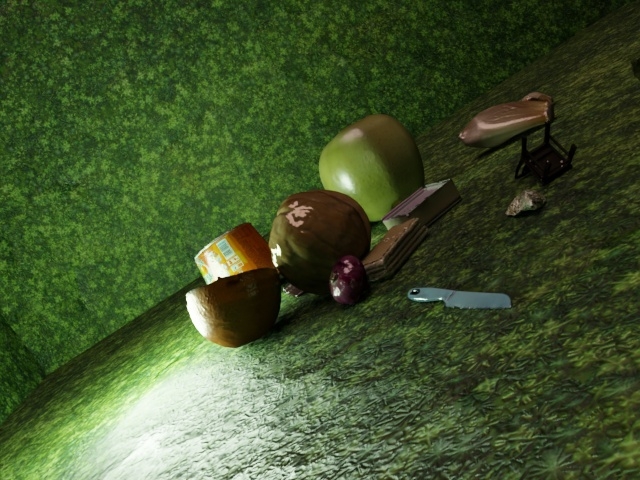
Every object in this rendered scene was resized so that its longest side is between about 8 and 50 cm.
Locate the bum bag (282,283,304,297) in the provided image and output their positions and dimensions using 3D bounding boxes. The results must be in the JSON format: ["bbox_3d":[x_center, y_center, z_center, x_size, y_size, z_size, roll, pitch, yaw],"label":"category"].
[{"bbox_3d":[-0.053,0.131,1.820,0.109,0.026,0.159,-34,10,-15],"label":"bum bag"}]

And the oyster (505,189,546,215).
[{"bbox_3d":[0.439,-0.082,1.301,0.100,0.037,0.098,-21,15,50],"label":"oyster"}]

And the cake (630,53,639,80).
[{"bbox_3d":[0.792,-0.365,1.244,0.283,0.158,0.172,-24,15,48],"label":"cake"}]

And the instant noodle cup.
[{"bbox_3d":[-0.271,0.084,2.021,0.296,0.214,0.296,-34,-3,-2],"label":"instant noodle cup"}]

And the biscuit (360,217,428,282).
[{"bbox_3d":[0.179,0.025,1.518,0.108,0.062,0.239,-23,13,43],"label":"biscuit"}]

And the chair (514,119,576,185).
[{"bbox_3d":[0.530,-0.179,1.427,0.084,0.101,0.212,-32,-27,-3],"label":"chair"}]

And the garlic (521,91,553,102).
[{"bbox_3d":[0.776,-0.495,2.151,0.113,0.074,0.094,6,-23,-10],"label":"garlic"}]

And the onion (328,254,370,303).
[{"bbox_3d":[0.072,0.095,1.417,0.115,0.104,0.115,-163,90,-73],"label":"onion"}]

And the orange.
[{"bbox_3d":[-0.229,0.160,1.594,0.274,0.274,0.310,-41,-30,-40],"label":"orange"}]

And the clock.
[{"bbox_3d":[0.288,-0.091,1.709,0.192,0.071,0.147,-37,11,-24],"label":"clock"}]

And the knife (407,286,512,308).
[{"bbox_3d":[0.241,0.104,1.084,0.044,0.019,0.313,-44,14,-20],"label":"knife"}]

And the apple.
[{"bbox_3d":[0.171,-0.236,2.016,0.357,0.357,0.357,-31,10,6],"label":"apple"}]

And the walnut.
[{"bbox_3d":[0.000,0.000,1.583,0.285,0.285,0.296,-32,-11,2],"label":"walnut"}]

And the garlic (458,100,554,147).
[{"bbox_3d":[0.627,-0.391,2.005,0.318,0.112,0.143,-17,40,36],"label":"garlic"}]
